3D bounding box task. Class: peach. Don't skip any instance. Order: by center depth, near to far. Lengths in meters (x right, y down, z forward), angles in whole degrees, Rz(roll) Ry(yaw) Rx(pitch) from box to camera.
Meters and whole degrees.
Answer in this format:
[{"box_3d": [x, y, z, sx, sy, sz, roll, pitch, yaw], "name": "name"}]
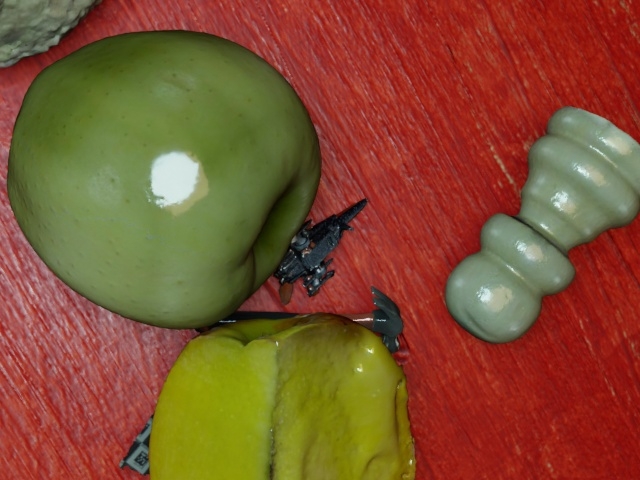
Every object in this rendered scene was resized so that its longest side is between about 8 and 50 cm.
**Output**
[{"box_3d": [-0.038, 0.282, 1.038, 0.306, 0.242, 0.380, -3, 88, -47], "name": "peach"}]

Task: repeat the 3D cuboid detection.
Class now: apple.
[{"box_3d": [-0.178, -0.082, 0.972, 0.357, 0.357, 0.357, 0, 90, -9], "name": "apple"}]

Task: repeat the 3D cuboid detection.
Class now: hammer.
[{"box_3d": [-0.030, 0.111, 1.129, 0.288, 0.033, 0.111, 0, 134, -3], "name": "hammer"}]

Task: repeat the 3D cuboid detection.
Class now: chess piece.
[{"box_3d": [0.304, -0.004, 1.147, 0.182, 0.182, 0.330, 38, 90, -7], "name": "chess piece"}]

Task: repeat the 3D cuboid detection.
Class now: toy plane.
[{"box_3d": [0.001, 0.001, 1.138, 0.189, 0.061, 0.130, -37, 119, -11], "name": "toy plane"}]

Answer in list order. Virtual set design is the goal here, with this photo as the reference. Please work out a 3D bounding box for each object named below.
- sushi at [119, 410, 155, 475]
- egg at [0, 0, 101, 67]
[{"box_3d": [-0.166, 0.244, 1.119, 0.139, 0.031, 0.201, 37, 84, -26], "name": "sushi"}, {"box_3d": [-0.407, -0.342, 0.977, 0.311, 0.279, 0.279, 1, 89, 3], "name": "egg"}]
